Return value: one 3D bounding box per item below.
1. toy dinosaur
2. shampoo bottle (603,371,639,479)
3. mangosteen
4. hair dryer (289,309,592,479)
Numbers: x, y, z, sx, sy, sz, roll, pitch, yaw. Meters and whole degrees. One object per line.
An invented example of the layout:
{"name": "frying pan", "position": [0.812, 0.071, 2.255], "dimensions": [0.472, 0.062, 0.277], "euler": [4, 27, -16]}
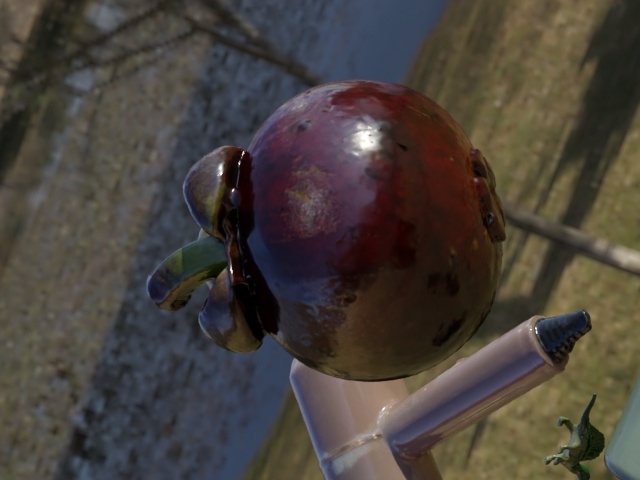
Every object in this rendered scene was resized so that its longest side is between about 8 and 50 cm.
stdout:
{"name": "toy dinosaur", "position": [0.282, 0.213, 1.718], "dimensions": [0.029, 0.060, 0.119], "euler": [-122, 44, -60]}
{"name": "shampoo bottle", "position": [0.212, 0.070, 0.785], "dimensions": [0.087, 0.118, 0.234], "euler": [37, 109, 62]}
{"name": "mangosteen", "position": [0.000, 0.000, 1.120], "dimensions": [0.215, 0.258, 0.215], "euler": [-13, -90, -75]}
{"name": "hair dryer", "position": [0.116, 0.127, 1.410], "dimensions": [0.344, 0.107, 0.189], "euler": [-38, 64, 41]}
